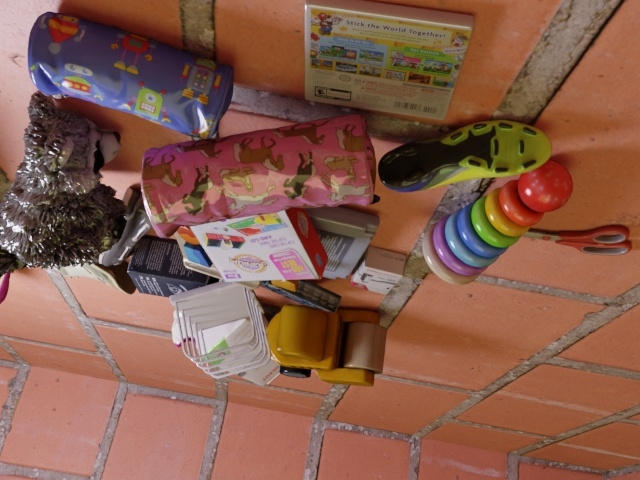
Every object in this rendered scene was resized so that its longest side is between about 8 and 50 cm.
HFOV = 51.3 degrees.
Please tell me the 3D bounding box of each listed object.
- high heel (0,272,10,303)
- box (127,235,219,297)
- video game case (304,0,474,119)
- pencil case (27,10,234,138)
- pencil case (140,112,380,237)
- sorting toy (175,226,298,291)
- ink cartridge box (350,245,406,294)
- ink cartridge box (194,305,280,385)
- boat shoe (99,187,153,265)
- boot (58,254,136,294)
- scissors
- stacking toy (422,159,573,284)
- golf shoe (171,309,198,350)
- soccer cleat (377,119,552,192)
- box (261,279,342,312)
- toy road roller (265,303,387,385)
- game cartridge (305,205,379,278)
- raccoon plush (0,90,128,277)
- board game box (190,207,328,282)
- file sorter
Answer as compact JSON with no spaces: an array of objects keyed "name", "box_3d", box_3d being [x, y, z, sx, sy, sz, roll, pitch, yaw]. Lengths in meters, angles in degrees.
[{"name":"high heel","box_3d":[-0.926,0.088,1.856,0.127,0.181,0.377,14,154,-8]},{"name":"box","box_3d":[-0.372,0.078,1.725,0.207,0.108,0.153,9,155,0]},{"name":"video game case","box_3d":[0.090,-0.261,0.973,0.227,0.026,0.206,9,154,3]},{"name":"pencil case","box_3d":[-0.289,-0.247,1.023,0.306,0.119,0.133,15,127,-9]},{"name":"pencil case","box_3d":[-0.102,-0.106,1.100,0.386,0.160,0.167,-9,128,1]},{"name":"sorting toy","box_3d":[-0.201,0.028,1.510,0.307,0.041,0.229,17,141,16]},{"name":"ink cartridge box","box_3d":[0.136,0.073,1.594,0.099,0.056,0.135,14,154,-6]},{"name":"ink cartridge box","box_3d":[-0.210,0.306,2.022,0.198,0.114,0.273,-43,132,14]},{"name":"boat shoe","box_3d":[-0.450,-0.009,1.574,0.096,0.112,0.335,23,148,-15]},{"name":"boot","box_3d":[-0.631,0.085,1.869,0.165,0.077,0.213,-6,145,28]},{"name":"scissors","box_3d":[0.479,0.000,1.364,0.297,0.021,0.109,0,154,16]},{"name":"stacking toy","box_3d":[0.327,-0.043,1.231,0.141,0.141,0.330,18,146,-17]},{"name":"golf shoe","box_3d":[-0.324,0.299,2.123,0.307,0.140,0.115,9,153,-1]},{"name":"soccer cleat","box_3d":[0.239,-0.141,1.123,0.289,0.093,0.121,-8,179,24]},{"name":"box","box_3d":[-0.082,0.116,1.705,0.220,0.051,0.175,27,169,-30]},{"name":"toy road roller","box_3d":[0.007,0.281,1.863,0.330,0.202,0.240,2,160,16]},{"name":"game cartridge","box_3d":[0.000,0.000,1.501,0.198,0.062,0.297,17,153,-5]},{"name":"raccoon plush","box_3d":[-0.553,-0.055,1.231,0.216,0.446,0.299,37,161,22]},{"name":"board game box","box_3d":[-0.151,-0.047,1.337,0.242,0.064,0.316,-3,133,26]},{"name":"file sorter","box_3d":[-0.244,0.235,1.719,0.193,0.173,0.277,-15,158,-2]}]
